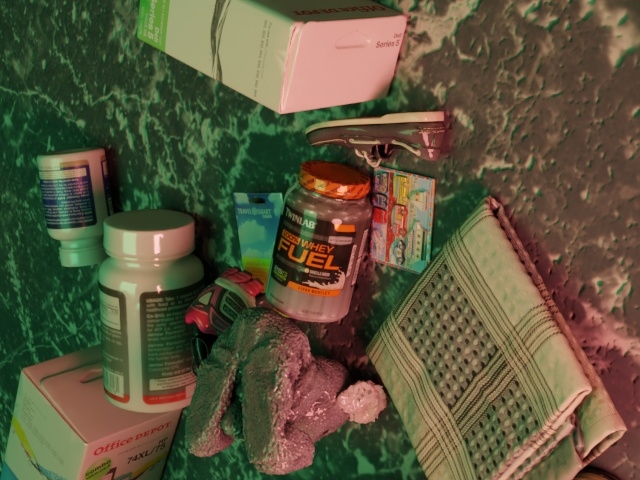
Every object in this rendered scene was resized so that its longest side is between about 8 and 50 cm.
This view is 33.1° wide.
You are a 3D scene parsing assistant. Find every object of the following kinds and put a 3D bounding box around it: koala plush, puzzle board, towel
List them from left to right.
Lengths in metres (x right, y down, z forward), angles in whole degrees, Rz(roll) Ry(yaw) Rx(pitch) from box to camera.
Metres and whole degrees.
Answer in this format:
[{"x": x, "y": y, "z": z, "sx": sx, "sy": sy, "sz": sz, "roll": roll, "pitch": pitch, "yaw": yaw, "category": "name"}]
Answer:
[{"x": -0.031, "y": 0.199, "z": 1.420, "sx": 0.196, "sy": 0.221, "sz": 0.203, "roll": 3, "pitch": 81, "yaw": 45, "category": "koala plush"}, {"x": 0.102, "y": -0.025, "z": 1.363, "sx": 0.096, "sy": 0.011, "sz": 0.128, "roll": 17, "pitch": 113, "yaw": 41, "category": "puzzle board"}, {"x": 0.180, "y": 0.167, "z": 1.255, "sx": 0.312, "sy": 0.056, "sz": 0.324, "roll": -55, "pitch": 48, "yaw": 39, "category": "towel"}]

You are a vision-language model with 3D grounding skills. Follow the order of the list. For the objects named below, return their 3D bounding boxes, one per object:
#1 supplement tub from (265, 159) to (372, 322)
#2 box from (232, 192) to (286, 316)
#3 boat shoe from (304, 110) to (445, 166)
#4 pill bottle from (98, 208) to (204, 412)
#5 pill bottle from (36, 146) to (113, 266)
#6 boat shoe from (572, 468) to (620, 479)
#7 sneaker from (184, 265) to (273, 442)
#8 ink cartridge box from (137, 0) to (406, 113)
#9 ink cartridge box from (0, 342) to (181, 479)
[{"x": 0.000, "y": 0.000, "z": 1.390, "sx": 0.117, "sy": 0.117, "sz": 0.190, "roll": 28, "pitch": 116, "yaw": 36, "category": "supplement tub"}, {"x": -0.065, "y": 0.017, "z": 1.514, "sx": 0.109, "sy": 0.042, "sz": 0.178, "roll": 2, "pitch": 104, "yaw": 44, "category": "box"}, {"x": 0.063, "y": -0.122, "z": 1.330, "sx": 0.206, "sy": 0.075, "sz": 0.065, "roll": -1, "pitch": 98, "yaw": 40, "category": "boat shoe"}, {"x": -0.256, "y": 0.104, "z": 1.643, "sx": 0.161, "sy": 0.161, "sz": 0.283, "roll": 16, "pitch": 112, "yaw": 41, "category": "pill bottle"}, {"x": -0.399, "y": -0.056, "z": 1.774, "sx": 0.112, "sy": 0.112, "sz": 0.187, "roll": 4, "pitch": 104, "yaw": 44, "category": "pill bottle"}, {"x": 0.361, "y": 0.381, "z": 1.144, "sx": 0.324, "sy": 0.120, "sz": 0.123, "roll": 34, "pitch": 123, "yaw": 34, "category": "boat shoe"}, {"x": -0.131, "y": 0.180, "z": 1.550, "sx": 0.120, "sy": 0.112, "sz": 0.299, "roll": 20, "pitch": 134, "yaw": 36, "category": "sneaker"}, {"x": -0.063, "y": -0.263, "z": 1.323, "sx": 0.273, "sy": 0.198, "sz": 0.115, "roll": 32, "pitch": 122, "yaw": 35, "category": "ink cartridge box"}, {"x": -0.392, "y": 0.345, "z": 1.819, "sx": 0.197, "sy": 0.198, "sz": 0.270, "roll": 40, "pitch": 127, "yaw": 30, "category": "ink cartridge box"}]
